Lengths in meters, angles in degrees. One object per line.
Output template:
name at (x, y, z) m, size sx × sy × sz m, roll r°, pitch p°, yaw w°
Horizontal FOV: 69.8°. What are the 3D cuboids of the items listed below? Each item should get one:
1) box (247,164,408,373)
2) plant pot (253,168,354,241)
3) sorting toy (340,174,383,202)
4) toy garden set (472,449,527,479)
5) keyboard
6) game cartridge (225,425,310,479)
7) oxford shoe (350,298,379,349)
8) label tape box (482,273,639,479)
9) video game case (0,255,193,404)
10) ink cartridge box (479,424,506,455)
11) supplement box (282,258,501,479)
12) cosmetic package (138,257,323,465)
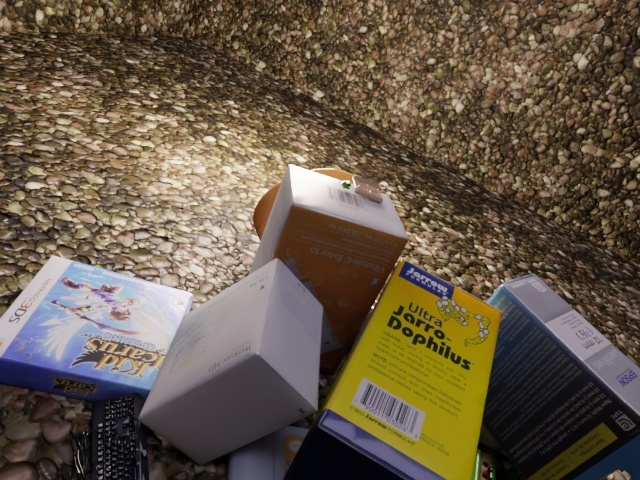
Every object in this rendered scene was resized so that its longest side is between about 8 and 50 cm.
box at (-0.015, 0.064, 0.889) m, size 0.215 × 0.345 × 0.168 m, roll 15°, pitch 29°, yaw -15°
plant pot at (0.000, 0.000, 1.110) m, size 0.291 × 0.291 × 0.203 m, roll 2°, pitch 53°, yaw -33°
sorting toy at (0.075, -0.100, 0.858) m, size 0.083 × 0.012 × 0.062 m, roll 20°, pitch 32°, yaw -15°
toy garden set at (0.374, 0.476, 0.766) m, size 0.244 × 0.049 × 0.204 m, roll 21°, pitch 29°, yaw 14°
keyboard at (-0.284, 0.294, 0.610) m, size 0.100 × 0.038 × 0.192 m, roll -11°, pitch 46°, yaw -17°
game cartridge at (0.006, 0.385, 0.688) m, size 0.297 × 0.062 × 0.198 m, roll 15°, pitch 27°, yaw -16°
oxford shoe at (0.107, 0.236, 0.929) m, size 0.132 × 0.130 × 0.364 m, roll -4°, pitch 39°, yaw -30°
label tape box at (0.397, 0.268, 0.781) m, size 0.115 × 0.249 × 0.348 m, roll -11°, pitch 48°, yaw -36°
video game case at (-0.378, 0.150, 0.784) m, size 0.269 × 0.061 × 0.244 m, roll 17°, pitch 31°, yaw -12°
ink cartridge box at (0.398, 0.362, 0.964) m, size 0.218 × 0.092 × 0.158 m, roll 25°, pitch 29°, yaw 6°
supplement box at (0.125, 0.232, 0.709) m, size 0.195 × 0.194 × 0.356 m, roll 28°, pitch 41°, yaw 8°
cosmetic package at (-0.125, 0.182, 0.716) m, size 0.138 × 0.224 × 0.225 m, roll 49°, pitch 21°, yaw -24°
